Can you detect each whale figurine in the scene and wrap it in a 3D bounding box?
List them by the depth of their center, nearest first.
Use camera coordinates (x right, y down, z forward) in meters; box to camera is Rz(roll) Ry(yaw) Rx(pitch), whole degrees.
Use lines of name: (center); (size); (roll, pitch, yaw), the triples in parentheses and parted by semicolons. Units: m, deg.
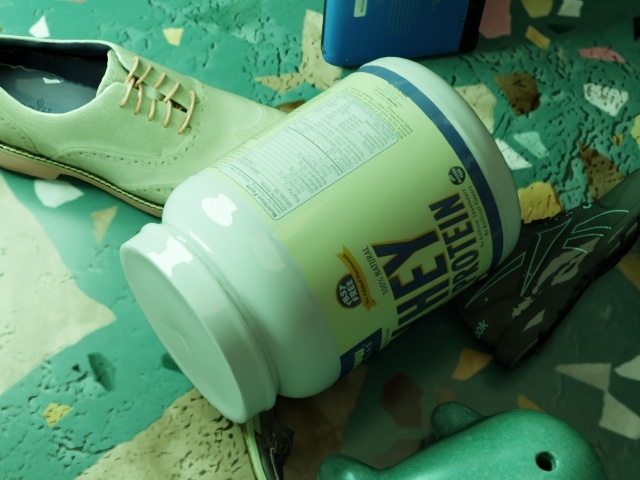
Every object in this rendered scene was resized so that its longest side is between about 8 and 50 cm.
whale figurine: (0.138, 0.233, 1.424); (0.272, 0.141, 0.216); (4, 55, -14)

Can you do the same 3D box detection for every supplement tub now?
supplement tub: (0.000, 0.000, 1.466); (0.325, 0.235, 0.235); (-34, 72, -18)

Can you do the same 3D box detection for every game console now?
game console: (0.117, -0.335, 1.617); (0.250, 0.293, 0.173); (-8, 65, -6)

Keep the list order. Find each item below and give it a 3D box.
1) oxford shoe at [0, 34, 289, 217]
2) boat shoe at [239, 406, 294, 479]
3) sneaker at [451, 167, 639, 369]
oxford shoe: (-0.178, -0.118, 1.579); (0.397, 0.146, 0.140); (8, 63, -3)
boat shoe: (-0.050, 0.189, 1.502); (0.049, 0.056, 0.152); (-16, 67, -4)
sneaker: (0.243, 0.006, 1.576); (0.106, 0.101, 0.267); (40, 70, 16)
